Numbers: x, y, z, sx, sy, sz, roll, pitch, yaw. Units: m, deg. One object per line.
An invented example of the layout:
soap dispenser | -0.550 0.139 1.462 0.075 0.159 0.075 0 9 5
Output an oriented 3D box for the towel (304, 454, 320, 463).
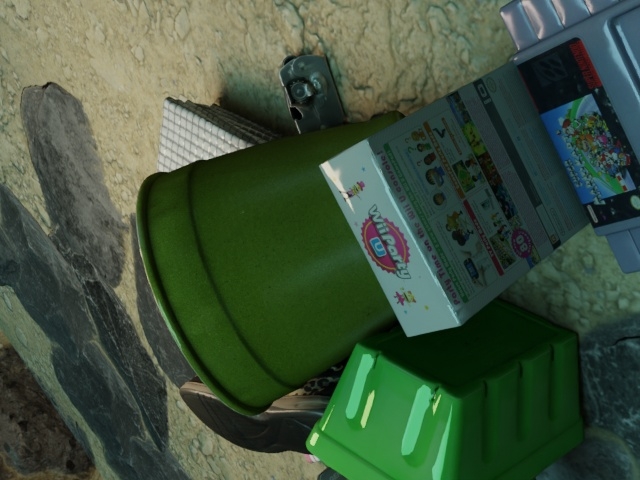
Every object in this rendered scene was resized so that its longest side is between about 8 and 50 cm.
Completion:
towel | -0.011 0.374 1.821 0.144 0.029 0.197 56 144 3

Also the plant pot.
plant pot | 0.000 0.000 1.227 0.353 0.366 0.366 -25 96 13

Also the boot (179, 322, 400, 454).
boot | -0.030 0.196 1.469 0.377 0.284 0.138 -6 128 44

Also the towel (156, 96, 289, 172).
towel | -0.157 -0.096 1.531 0.283 0.121 0.235 30 119 38

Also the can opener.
can opener | 0.008 -0.154 1.406 0.095 0.076 0.283 -127 17 -72

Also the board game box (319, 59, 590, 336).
board game box | 0.176 -0.060 1.052 0.097 0.303 0.224 -21 98 53

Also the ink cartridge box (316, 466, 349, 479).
ink cartridge box | 0.131 0.409 1.437 0.130 0.309 0.272 -25 94 54

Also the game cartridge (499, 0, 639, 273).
game cartridge | 0.355 -0.141 0.995 0.230 0.068 0.355 -21 98 50

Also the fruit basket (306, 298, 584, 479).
fruit basket | 0.190 0.298 1.239 0.283 0.392 0.392 26 133 37
